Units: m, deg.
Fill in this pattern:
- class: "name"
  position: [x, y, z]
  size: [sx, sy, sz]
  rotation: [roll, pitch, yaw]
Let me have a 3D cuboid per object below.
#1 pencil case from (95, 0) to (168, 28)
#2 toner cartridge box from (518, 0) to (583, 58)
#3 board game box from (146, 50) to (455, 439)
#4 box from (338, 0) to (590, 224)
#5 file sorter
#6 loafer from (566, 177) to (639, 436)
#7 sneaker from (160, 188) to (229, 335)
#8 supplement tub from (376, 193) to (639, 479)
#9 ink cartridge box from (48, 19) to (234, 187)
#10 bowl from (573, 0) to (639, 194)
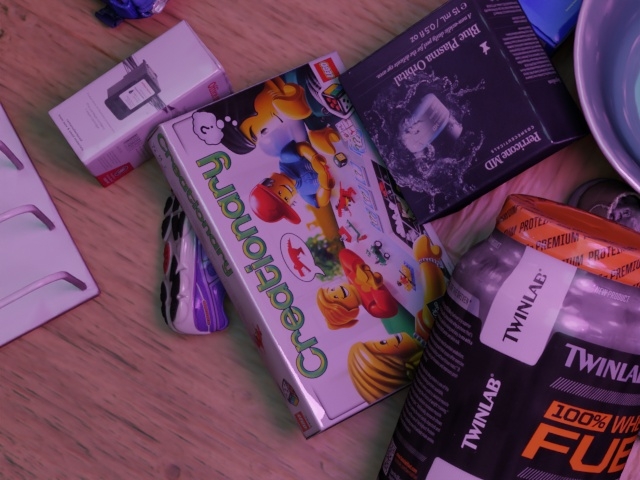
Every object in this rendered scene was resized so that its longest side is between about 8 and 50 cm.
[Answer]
- class: "pencil case"
  position: [-0.107, -0.328, 1.541]
  size: [0.306, 0.119, 0.133]
  rotation: [-41, 83, -4]
- class: "toner cartridge box"
  position: [0.265, -0.350, 1.564]
  size: [0.165, 0.075, 0.348]
  rotation: [42, 86, 4]
- class: "board game box"
  position: [0.000, 0.000, 1.504]
  size: [0.193, 0.053, 0.305]
  rotation: [-26, 84, -25]
- class: "box"
  position: [0.128, -0.122, 1.497]
  size: [0.156, 0.093, 0.158]
  rotation: [-32, 83, 31]
- class: "file sorter"
  position: [-0.353, -0.036, 1.483]
  size: [0.193, 0.173, 0.277]
  rotation: [-28, 84, -3]
- class: "loafer"
  position: [0.285, 0.064, 1.498]
  size: [0.094, 0.087, 0.251]
  rotation: [-19, 88, -10]
- class: "sneaker"
  position: [-0.106, 0.004, 1.541]
  size: [0.071, 0.068, 0.169]
  rotation: [8, 80, -25]
- class: "supplement tub"
  position: [0.174, 0.132, 1.412]
  size: [0.194, 0.193, 0.316]
  rotation: [19, 102, 2]
- class: "ink cartridge box"
  position: [-0.160, -0.123, 1.523]
  size: [0.150, 0.109, 0.063]
  rotation: [-35, 80, -4]
- class: "bowl"
  position: [0.370, -0.146, 1.496]
  size: [0.312, 0.163, 0.311]
  rotation: [0, 84, 0]
